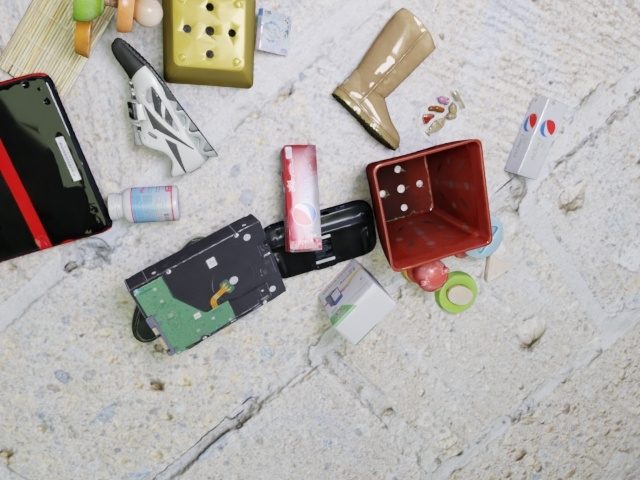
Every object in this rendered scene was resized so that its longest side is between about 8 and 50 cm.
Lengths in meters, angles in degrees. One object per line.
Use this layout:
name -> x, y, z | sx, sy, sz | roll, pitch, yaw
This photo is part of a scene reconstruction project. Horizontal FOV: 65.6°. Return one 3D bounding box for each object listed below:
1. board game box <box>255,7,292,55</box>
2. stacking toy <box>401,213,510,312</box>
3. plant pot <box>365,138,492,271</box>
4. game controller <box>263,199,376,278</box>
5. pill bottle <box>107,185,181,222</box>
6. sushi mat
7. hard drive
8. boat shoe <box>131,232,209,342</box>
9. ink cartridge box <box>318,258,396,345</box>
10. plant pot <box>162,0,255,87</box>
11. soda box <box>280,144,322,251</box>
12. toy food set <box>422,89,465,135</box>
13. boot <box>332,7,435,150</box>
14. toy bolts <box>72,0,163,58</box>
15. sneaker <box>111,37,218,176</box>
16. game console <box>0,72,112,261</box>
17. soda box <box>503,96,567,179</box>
board game box -> -0.110, -0.488, 1.170 | 0.090, 0.020, 0.090 | -7, 111, -45
stacking toy -> 0.422, 0.080, 1.429 | 0.309, 0.130, 0.279 | -40, 111, 2
plant pot -> 0.249, -0.112, 1.275 | 0.267, 0.236, 0.267 | -16, 110, -7
game controller -> 0.000, 0.000, 1.356 | 0.318, 0.067, 0.167 | -16, 124, -7
pill bottle -> -0.426, -0.087, 1.209 | 0.160, 0.087, 0.087 | -4, 108, -12
sushi mat -> -0.569, -0.470, 1.096 | 0.151, 0.019, 0.317 | 32, 98, -21
hard drive -> -0.269, 0.111, 1.222 | 0.338, 0.064, 0.237 | -31, 126, -18
boat shoe -> -0.378, 0.139, 1.275 | 0.127, 0.113, 0.340 | 40, 95, -20
ink cartridge box -> 0.092, 0.159, 1.336 | 0.093, 0.212, 0.154 | 42, 95, -17
plant pot -> -0.243, -0.449, 1.086 | 0.212, 0.187, 0.212 | 0, 106, -12
soda box -> -0.051, -0.103, 1.251 | 0.083, 0.092, 0.264 | -3, 89, -12
toy food set -> 0.323, -0.346, 1.336 | 0.122, 0.019, 0.078 | -33, 111, 7
boot -> 0.195, -0.398, 1.254 | 0.236, 0.089, 0.269 | 41, 93, -21
toy bolts -> -0.418, -0.497, 1.040 | 0.158, 0.218, 0.229 | 6, 66, -24
sneaker -> -0.389, -0.291, 1.136 | 0.146, 0.122, 0.331 | -35, 110, -3
game console -> -0.713, -0.152, 1.142 | 0.341, 0.060, 0.387 | -18, 112, -9
soda box -> 0.598, -0.284, 1.386 | 0.069, 0.074, 0.216 | 14, 103, -16
